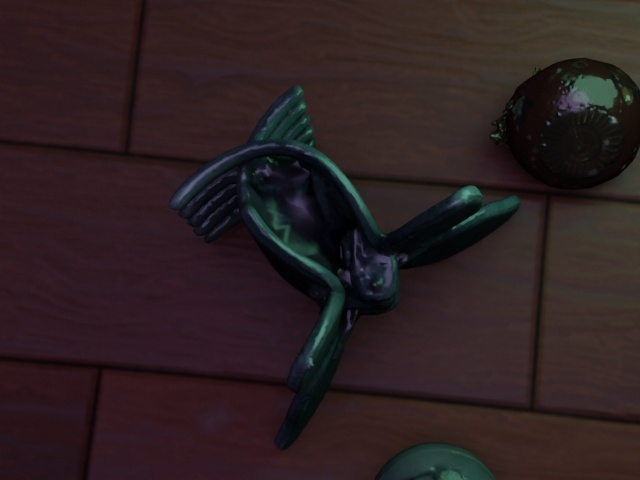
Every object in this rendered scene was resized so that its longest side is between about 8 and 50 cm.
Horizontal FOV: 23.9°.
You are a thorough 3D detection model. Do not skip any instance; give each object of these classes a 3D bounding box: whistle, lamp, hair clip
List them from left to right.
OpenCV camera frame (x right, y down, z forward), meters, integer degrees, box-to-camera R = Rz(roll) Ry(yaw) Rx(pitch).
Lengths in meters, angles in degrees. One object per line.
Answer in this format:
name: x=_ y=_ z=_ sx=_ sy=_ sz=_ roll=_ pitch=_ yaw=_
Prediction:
hair clip: x=0.000 y=0.000 z=1.612 sx=0.238 sy=0.318 sz=0.392 roll=44 pitch=88 yaw=10
whistle: x=0.159 y=0.288 z=1.642 sx=0.290 sy=0.163 sz=0.163 roll=-14 pitch=82 yaw=-1
lamp: x=0.287 y=-0.139 z=1.710 sx=0.157 sy=0.135 sz=0.156 roll=37 pitch=117 yaw=-19
